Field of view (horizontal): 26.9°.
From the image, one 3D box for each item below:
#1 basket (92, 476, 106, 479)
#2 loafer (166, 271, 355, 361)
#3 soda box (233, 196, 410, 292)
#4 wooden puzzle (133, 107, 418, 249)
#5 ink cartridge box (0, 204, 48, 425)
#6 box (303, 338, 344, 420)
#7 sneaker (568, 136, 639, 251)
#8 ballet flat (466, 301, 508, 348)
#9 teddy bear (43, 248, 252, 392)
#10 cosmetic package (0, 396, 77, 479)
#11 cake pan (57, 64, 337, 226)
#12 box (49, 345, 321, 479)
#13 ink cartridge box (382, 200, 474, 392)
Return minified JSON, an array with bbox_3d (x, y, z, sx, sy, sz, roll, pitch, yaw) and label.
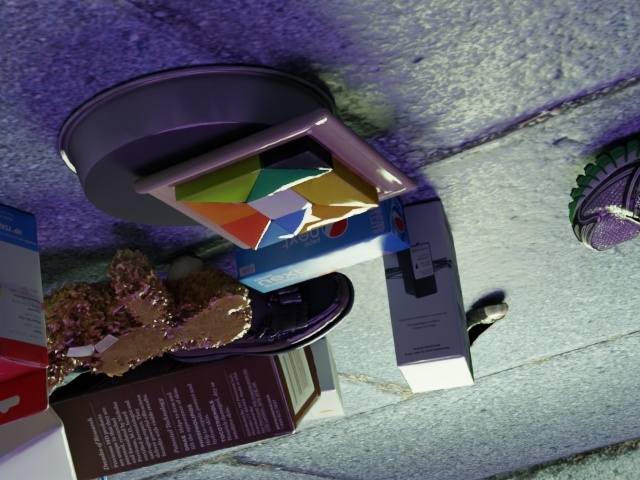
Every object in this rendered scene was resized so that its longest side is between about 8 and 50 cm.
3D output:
[{"bbox_3d":[-0.506,0.479,2.440,0.255,0.201,0.289,1,-172,-28],"label":"basket"},{"bbox_3d":[-0.103,0.101,1.826,0.303,0.109,0.095,-16,154,24],"label":"loafer"},{"bbox_3d":[0.000,0.000,1.655,0.210,0.067,0.071,-17,158,21],"label":"soda box"},{"bbox_3d":[-0.040,-0.051,1.388,0.221,0.044,0.239,-20,157,24],"label":"wooden puzzle"},{"bbox_3d":[-0.382,0.090,1.494,0.134,0.231,0.078,-21,156,26],"label":"ink cartridge box"},{"bbox_3d":[-0.037,0.237,2.214,0.130,0.091,0.170,-10,159,2],"label":"box"},{"bbox_3d":[0.430,-0.060,1.574,0.134,0.146,0.343,7,154,-36],"label":"sneaker"},{"bbox_3d":[0.258,0.139,2.143,0.057,0.049,0.173,-2,158,-20],"label":"ballet flat"},{"bbox_3d":[-0.259,0.093,1.682,0.338,0.113,0.245,-22,145,2],"label":"teddy bear"},{"bbox_3d":[-0.455,0.350,1.892,0.161,0.230,0.453,-30,144,-25],"label":"cosmetic package"},{"bbox_3d":[-0.124,-0.088,1.396,0.293,0.054,0.293,-8,159,-3],"label":"cake pan"},{"bbox_3d":[-0.209,0.240,1.998,0.381,0.143,0.191,-13,-173,15],"label":"box"},{"bbox_3d":[0.135,0.073,1.708,0.087,0.208,0.153,-10,158,9],"label":"ink cartridge box"}]
